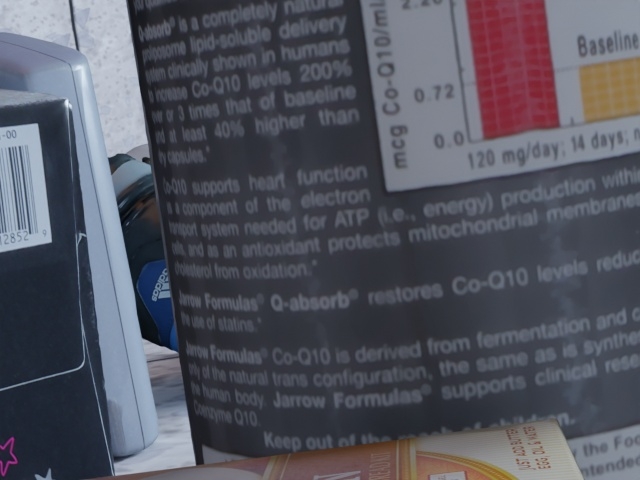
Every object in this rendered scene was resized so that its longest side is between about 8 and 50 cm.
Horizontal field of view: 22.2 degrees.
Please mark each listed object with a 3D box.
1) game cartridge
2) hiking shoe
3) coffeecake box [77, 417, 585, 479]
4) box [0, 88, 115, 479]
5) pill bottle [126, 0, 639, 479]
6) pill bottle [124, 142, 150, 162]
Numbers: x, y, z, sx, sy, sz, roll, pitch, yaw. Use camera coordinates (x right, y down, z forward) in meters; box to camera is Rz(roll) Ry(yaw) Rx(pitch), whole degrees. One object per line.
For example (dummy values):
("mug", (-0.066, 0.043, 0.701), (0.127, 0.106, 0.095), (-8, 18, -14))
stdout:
("game cartridge", (-0.206, 0.001, 0.772), (0.297, 0.198, 0.062), (-3, 7, 39))
("hiking shoe", (-0.003, 0.027, 0.889), (0.132, 0.113, 0.304), (33, 23, 33))
("coffeecake box", (-0.038, 0.089, 0.295), (0.185, 0.068, 0.142), (-8, 6, 3))
("box", (-0.216, 0.037, 0.581), (0.142, 0.163, 0.247), (-1, 8, 39))
("pill bottle", (0.033, -0.040, 0.435), (0.162, 0.278, 0.162), (-7, 6, 1))
("pill bottle", (-0.081, -0.021, 1.211), (0.216, 0.121, 0.121), (-14, 8, -39))
